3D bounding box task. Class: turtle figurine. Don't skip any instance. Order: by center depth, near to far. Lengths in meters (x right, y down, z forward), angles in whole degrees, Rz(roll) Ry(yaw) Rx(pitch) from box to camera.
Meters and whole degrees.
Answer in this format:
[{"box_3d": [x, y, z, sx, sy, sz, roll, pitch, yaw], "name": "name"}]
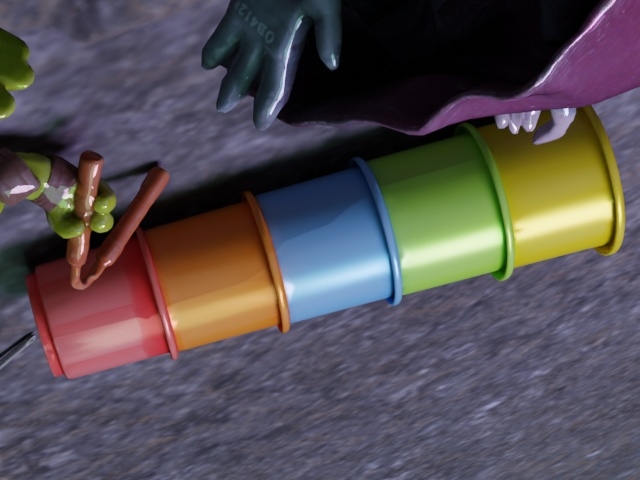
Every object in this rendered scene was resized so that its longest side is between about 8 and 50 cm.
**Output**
[{"box_3d": [-0.174, -0.014, 0.671, 0.270, 0.087, 0.217, -29, 165, -25], "name": "turtle figurine"}]

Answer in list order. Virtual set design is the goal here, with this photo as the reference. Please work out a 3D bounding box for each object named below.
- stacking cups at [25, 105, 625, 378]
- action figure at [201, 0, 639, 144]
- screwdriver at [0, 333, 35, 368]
[{"box_3d": [0.000, 0.000, 0.845, 0.316, 0.096, 0.096, -14, 153, -5], "name": "stacking cups"}, {"box_3d": [0.134, -0.132, 0.642, 0.370, 0.248, 0.275, -10, 115, -39], "name": "action figure"}, {"box_3d": [-0.226, 0.103, 0.938, 0.170, 0.024, 0.025, -39, 179, 18], "name": "screwdriver"}]
